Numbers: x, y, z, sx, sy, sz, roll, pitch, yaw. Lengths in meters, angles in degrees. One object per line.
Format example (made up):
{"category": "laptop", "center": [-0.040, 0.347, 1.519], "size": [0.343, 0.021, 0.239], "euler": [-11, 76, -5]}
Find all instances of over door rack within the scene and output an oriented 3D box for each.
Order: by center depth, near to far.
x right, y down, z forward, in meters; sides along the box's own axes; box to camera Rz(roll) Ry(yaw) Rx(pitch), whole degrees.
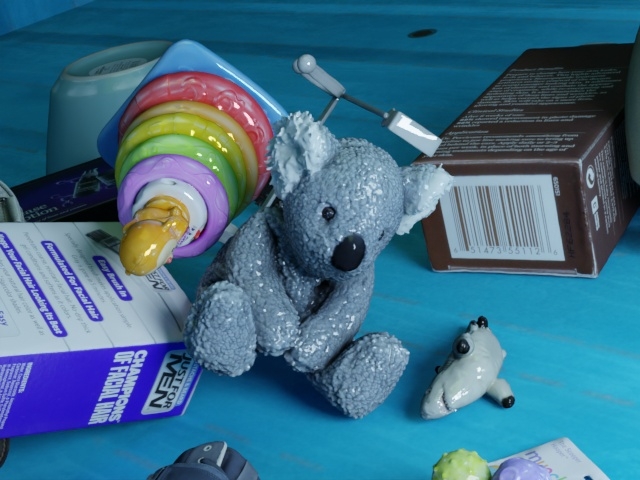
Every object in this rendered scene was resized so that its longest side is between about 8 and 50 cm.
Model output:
{"category": "over door rack", "center": [-0.028, -0.073, 1.327], "size": [0.239, 0.108, 0.324], "euler": [-58, 26, 5]}

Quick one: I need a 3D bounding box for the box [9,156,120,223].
{"category": "box", "center": [-0.313, -0.017, 1.510], "size": [0.261, 0.103, 0.184], "euler": [-21, 22, -20]}

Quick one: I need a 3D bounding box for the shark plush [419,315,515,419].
{"category": "shark plush", "center": [0.124, 0.102, 1.082], "size": [0.067, 0.073, 0.161], "euler": [-37, 20, 23]}

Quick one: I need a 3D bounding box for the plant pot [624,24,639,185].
{"category": "plant pot", "center": [0.414, -0.112, 1.198], "size": [0.284, 0.191, 0.284], "euler": [27, 15, -8]}

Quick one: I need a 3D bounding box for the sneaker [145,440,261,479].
{"category": "sneaker", "center": [-0.066, 0.197, 0.853], "size": [0.226, 0.086, 0.163], "euler": [-24, 10, 38]}

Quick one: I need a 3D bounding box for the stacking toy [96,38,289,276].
{"category": "stacking toy", "center": [-0.136, -0.049, 1.147], "size": [0.175, 0.166, 0.302], "euler": [-46, 15, 23]}

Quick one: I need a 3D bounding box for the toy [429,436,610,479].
{"category": "toy", "center": [0.102, 0.193, 0.875], "size": [0.237, 0.056, 0.137], "euler": [-18, 26, -11]}

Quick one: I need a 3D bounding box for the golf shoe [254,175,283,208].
{"category": "golf shoe", "center": [0.003, -0.074, 1.530], "size": [0.198, 0.077, 0.094], "euler": [2, 15, 15]}

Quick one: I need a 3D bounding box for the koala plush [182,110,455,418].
{"category": "koala plush", "center": [0.000, 0.000, 1.072], "size": [0.196, 0.221, 0.203], "euler": [19, 25, -16]}

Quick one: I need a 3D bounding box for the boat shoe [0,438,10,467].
{"category": "boat shoe", "center": [-0.395, 0.242, 0.965], "size": [0.355, 0.132, 0.130], "euler": [-26, 52, -38]}

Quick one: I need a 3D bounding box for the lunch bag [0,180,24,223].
{"category": "lunch bag", "center": [-0.464, 0.027, 1.236], "size": [0.256, 0.212, 0.305], "euler": [-3, -19, -34]}

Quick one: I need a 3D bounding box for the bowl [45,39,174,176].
{"category": "bowl", "center": [-0.284, -0.201, 1.835], "size": [0.312, 0.163, 0.311], "euler": [-10, 23, 4]}

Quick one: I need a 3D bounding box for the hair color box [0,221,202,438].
{"category": "hair color box", "center": [-0.284, 0.075, 1.054], "size": [0.339, 0.110, 0.185], "euler": [-2, 38, -39]}

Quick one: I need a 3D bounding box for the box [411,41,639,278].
{"category": "box", "center": [0.267, -0.103, 1.369], "size": [0.191, 0.143, 0.381], "euler": [1, 28, 31]}
